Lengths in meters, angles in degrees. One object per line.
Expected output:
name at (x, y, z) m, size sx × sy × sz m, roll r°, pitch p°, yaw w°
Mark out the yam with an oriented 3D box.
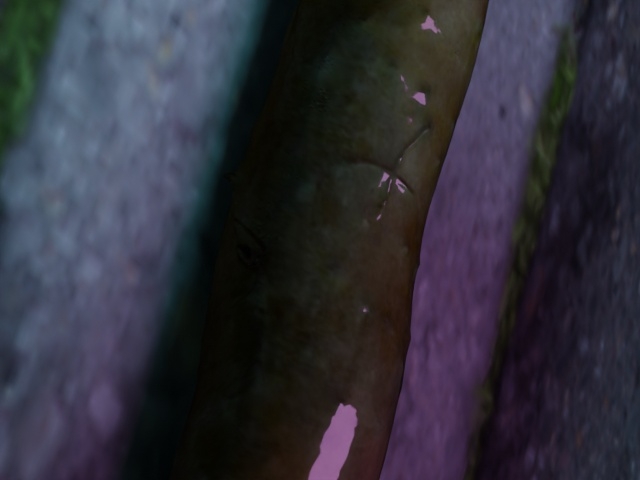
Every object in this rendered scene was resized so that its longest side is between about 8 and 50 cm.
yam at (0.000, 0.000, 0.430) m, size 0.057 × 0.057 × 0.241 m, roll 39°, pitch 61°, yaw -54°
